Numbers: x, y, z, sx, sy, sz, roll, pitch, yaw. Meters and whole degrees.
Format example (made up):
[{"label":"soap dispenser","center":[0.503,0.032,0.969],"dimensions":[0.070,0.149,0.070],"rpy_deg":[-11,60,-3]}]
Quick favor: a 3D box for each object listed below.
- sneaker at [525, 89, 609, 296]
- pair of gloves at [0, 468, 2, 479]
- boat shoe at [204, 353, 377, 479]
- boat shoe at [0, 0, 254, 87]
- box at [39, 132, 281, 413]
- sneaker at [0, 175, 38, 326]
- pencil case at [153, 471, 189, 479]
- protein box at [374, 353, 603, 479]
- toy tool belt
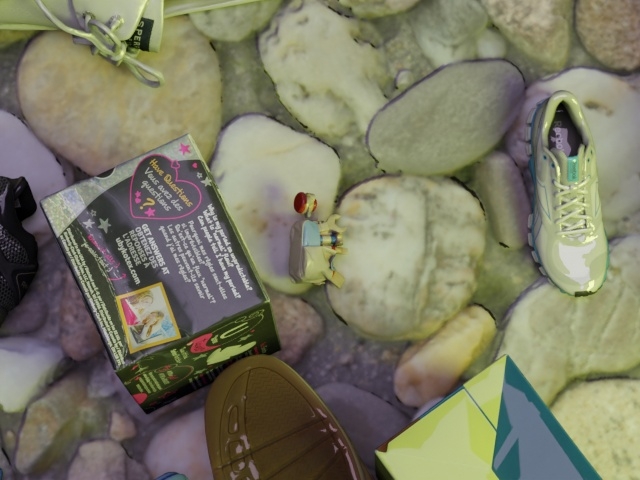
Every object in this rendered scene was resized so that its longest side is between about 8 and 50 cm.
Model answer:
[{"label":"sneaker","center":[0.219,-0.045,1.768],"dimensions":[0.071,0.083,0.191],"rpy_deg":[-8,79,-1]},{"label":"pair of gloves","center":[-0.383,0.227,1.759],"dimensions":[0.198,0.023,0.159],"rpy_deg":[4,78,4]},{"label":"boat shoe","center":[0.010,0.255,1.697],"dimensions":[0.121,0.110,0.341],"rpy_deg":[-30,81,7]},{"label":"boat shoe","center":[-0.177,-0.215,1.804],"dimensions":[0.367,0.136,0.156],"rpy_deg":[-14,80,-11]},{"label":"box","center":[-0.128,0.031,1.678],"dimensions":[0.142,0.247,0.163],"rpy_deg":[-24,78,-5]},{"label":"sneaker","center":[-0.345,-0.032,1.784],"dimensions":[0.227,0.087,0.130],"rpy_deg":[37,79,6]},{"label":"pencil case","center":[-0.080,0.336,1.628],"dimensions":[0.133,0.119,0.306],"rpy_deg":[-31,70,-30]},{"label":"protein box","center":[0.156,0.225,1.648],"dimensions":[0.136,0.201,0.200],"rpy_deg":[-35,79,-6]},{"label":"toy tool belt","center":[0.000,0.000,1.788],"dimensions":[0.051,0.052,0.083],"rpy_deg":[7,79,-28]}]
